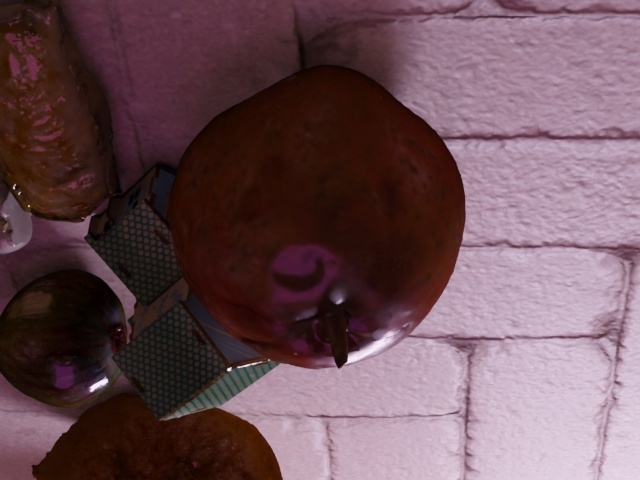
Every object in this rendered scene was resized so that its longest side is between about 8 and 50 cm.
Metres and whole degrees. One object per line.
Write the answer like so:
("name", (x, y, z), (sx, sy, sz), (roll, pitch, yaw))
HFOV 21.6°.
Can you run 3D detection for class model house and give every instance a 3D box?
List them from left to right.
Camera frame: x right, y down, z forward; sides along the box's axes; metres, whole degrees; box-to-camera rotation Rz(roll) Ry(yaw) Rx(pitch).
("model house", (-0.121, 0.078, 1.707), (0.271, 0.206, 0.178), (28, 135, -29))

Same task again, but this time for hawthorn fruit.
("hawthorn fruit", (0.000, 0.000, 1.523), (0.276, 0.298, 0.277), (-3, 134, -3))

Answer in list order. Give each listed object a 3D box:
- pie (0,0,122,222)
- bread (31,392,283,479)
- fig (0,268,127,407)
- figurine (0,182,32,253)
("pie", (-0.267, -0.123, 1.580), (0.128, 0.068, 0.282), (-4, 137, 8))
("bread", (-0.191, 0.336, 1.987), (0.312, 0.312, 0.172), (7, 158, -5))
("fig", (-0.330, 0.099, 1.822), (0.245, 0.149, 0.149), (6, 143, 17))
("figurine", (-0.375, -0.020, 1.704), (0.146, 0.081, 0.098), (-7, 177, 14))
